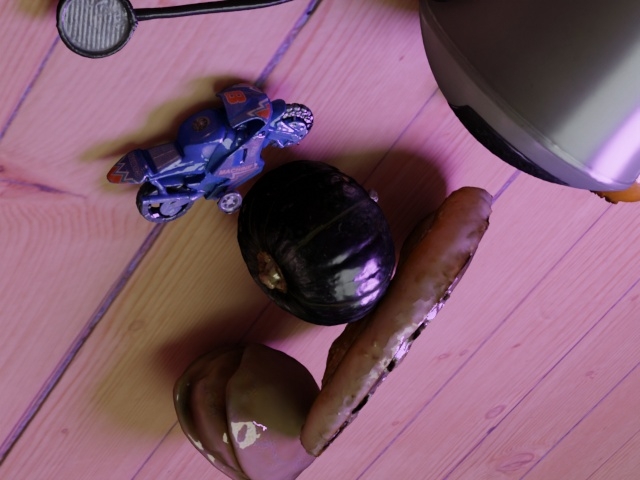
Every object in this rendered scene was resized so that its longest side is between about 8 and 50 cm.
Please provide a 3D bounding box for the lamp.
[{"bbox_3d":[-0.052,-0.230,1.387,0.371,0.108,0.130,-18,121,-6],"label":"lamp"}]

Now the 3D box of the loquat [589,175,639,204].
[{"bbox_3d":[0.367,-0.112,1.886,0.141,0.141,0.141,-23,150,-14],"label":"loquat"}]

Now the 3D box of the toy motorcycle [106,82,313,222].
[{"bbox_3d":[-0.106,-0.091,1.548,0.205,0.076,0.114,-31,142,4],"label":"toy motorcycle"}]

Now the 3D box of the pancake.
[{"bbox_3d":[0.084,0.092,1.823,0.387,0.082,0.387,-56,176,-6],"label":"pancake"}]

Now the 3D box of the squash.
[{"bbox_3d":[-0.005,0.003,1.663,0.156,0.193,0.193,-29,157,-44],"label":"squash"}]

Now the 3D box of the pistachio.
[{"bbox_3d":[-0.083,0.224,1.952,0.162,0.181,0.293,-1,159,17],"label":"pistachio"}]

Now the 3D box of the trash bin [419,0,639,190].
[{"bbox_3d":[0.297,-0.252,1.465,0.432,0.280,0.280,-47,147,21],"label":"trash bin"}]
